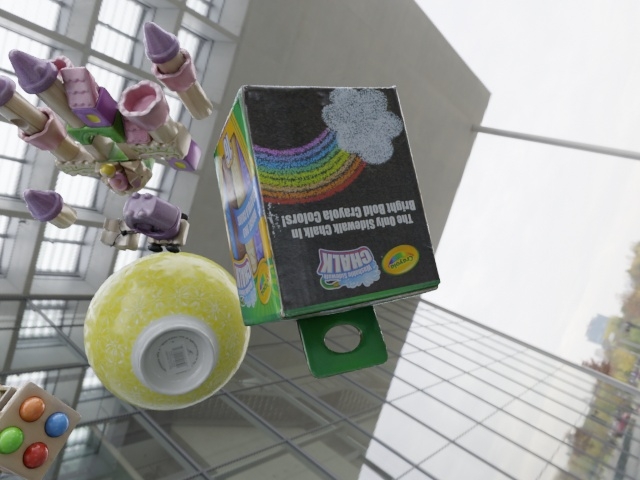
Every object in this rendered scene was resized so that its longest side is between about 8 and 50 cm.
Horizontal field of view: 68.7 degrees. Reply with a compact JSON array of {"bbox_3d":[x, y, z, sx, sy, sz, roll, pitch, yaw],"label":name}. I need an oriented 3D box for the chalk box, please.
[{"bbox_3d":[0.000,0.000,0.527,0.180,0.179,0.289,-7,-98,-22],"label":"chalk box"}]

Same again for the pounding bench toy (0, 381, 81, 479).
[{"bbox_3d":[-0.230,0.128,0.333,0.083,0.065,0.052,58,-143,-34],"label":"pounding bench toy"}]

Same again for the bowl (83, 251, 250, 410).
[{"bbox_3d":[-0.248,0.174,0.794,0.289,0.156,0.290,-4,-78,-20],"label":"bowl"}]

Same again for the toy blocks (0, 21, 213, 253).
[{"bbox_3d":[-0.348,-0.173,0.692,0.260,0.288,0.309,65,-152,-64],"label":"toy blocks"}]
